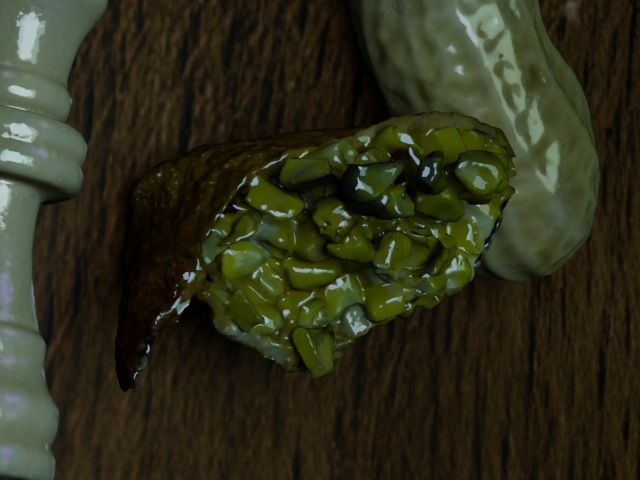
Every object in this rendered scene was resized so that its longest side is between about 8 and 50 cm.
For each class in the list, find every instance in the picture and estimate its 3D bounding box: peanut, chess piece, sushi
[{"bbox_3d":[0.107,-0.125,1.371,0.153,0.140,0.325,-25,100,-49],"label":"peanut"},{"bbox_3d":[-0.187,-0.054,1.143,0.117,0.117,0.397,17,75,-37],"label":"chess piece"},{"bbox_3d":[0.003,-0.002,1.233,0.296,0.179,0.166,-3,113,-31],"label":"sushi"}]
